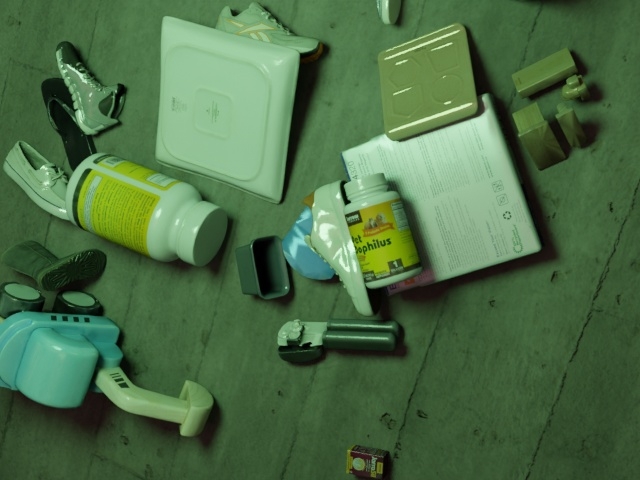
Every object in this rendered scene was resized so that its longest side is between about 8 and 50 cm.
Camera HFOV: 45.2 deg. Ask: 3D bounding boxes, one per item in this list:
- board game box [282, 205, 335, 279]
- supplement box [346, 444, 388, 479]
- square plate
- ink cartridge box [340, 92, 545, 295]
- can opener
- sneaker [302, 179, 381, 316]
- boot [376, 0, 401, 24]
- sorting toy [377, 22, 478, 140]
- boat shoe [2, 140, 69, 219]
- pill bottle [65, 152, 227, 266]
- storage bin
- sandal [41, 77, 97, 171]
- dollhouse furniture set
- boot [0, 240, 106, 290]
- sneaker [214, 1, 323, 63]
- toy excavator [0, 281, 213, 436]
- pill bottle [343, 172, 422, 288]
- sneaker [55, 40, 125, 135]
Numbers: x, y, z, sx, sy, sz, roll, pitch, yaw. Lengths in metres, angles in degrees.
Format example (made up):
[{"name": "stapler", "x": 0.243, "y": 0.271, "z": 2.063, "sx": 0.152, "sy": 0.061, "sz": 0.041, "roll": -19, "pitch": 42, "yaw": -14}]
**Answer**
[{"name": "board game box", "x": 0.000, "y": 0.000, "z": 1.670, "sx": 0.133, "sy": 0.033, "sz": 0.168, "roll": 33, "pitch": 88, "yaw": 6}, {"name": "supplement box", "x": 0.102, "y": 0.482, "z": 1.671, "sx": 0.083, "sy": 0.043, "sz": 0.054, "roll": 4, "pitch": 95, "yaw": 20}, {"name": "square plate", "x": -0.223, "y": -0.279, "z": 1.675, "sx": 0.344, "sy": 0.049, "sz": 0.347, "roll": 19, "pitch": 118, "yaw": 19}, {"name": "ink cartridge box", "x": 0.241, "y": -0.087, "z": 1.557, "sx": 0.330, "sy": 0.071, "sz": 0.324, "roll": -19, "pitch": 88, "yaw": 25}, {"name": "can opener", "x": 0.037, "y": 0.213, "z": 1.669, "sx": 0.281, "sy": 0.074, "sz": 0.093, "roll": -5, "pitch": 127, "yaw": 23}, {"name": "sneaker", "x": 0.041, "y": 0.027, "z": 1.611, "sx": 0.123, "sy": 0.106, "sz": 0.290, "roll": -18, "pitch": 85, "yaw": 24}, {"name": "boot", "x": 0.116, "y": -0.532, "z": 1.573, "sx": 0.086, "sy": 0.069, "sz": 0.189, "roll": 2, "pitch": 87, "yaw": 28}, {"name": "sorting toy", "x": 0.213, "y": -0.313, "z": 1.534, "sx": 0.193, "sy": 0.038, "sz": 0.208, "roll": -16, "pitch": 65, "yaw": 25}, {"name": "boat shoe", "x": -0.668, "y": -0.149, "z": 1.888, "sx": 0.267, "sy": 0.096, "sz": 0.088, "roll": 39, "pitch": 111, "yaw": 22}, {"name": "pill bottle", "x": -0.388, "y": -0.063, "z": 1.733, "sx": 0.334, "sy": 0.188, "sz": 0.187, "roll": 21, "pitch": 102, "yaw": 18}, {"name": "storage bin", "x": -0.131, "y": 0.060, "z": 1.706, "sx": 0.091, "sy": 0.098, "sz": 0.135, "roll": -7, "pitch": 93, "yaw": 49}, {"name": "sandal", "x": -0.612, "y": -0.285, "z": 1.870, "sx": 0.097, "sy": 0.054, "sz": 0.254, "roll": -26, "pitch": 85, "yaw": 21}, {"name": "dollhouse furniture set", "x": 0.449, "y": -0.252, "z": 1.485, "sx": 0.144, "sy": 0.123, "sz": 0.151, "roll": -25, "pitch": 51, "yaw": 21}, {"name": "boot", "x": -0.659, "y": 0.047, "z": 1.896, "sx": 0.209, "sy": 0.190, "sz": 0.076, "roll": 17, "pitch": 120, "yaw": 46}, {"name": "sneaker", "x": -0.117, "y": -0.450, "z": 1.649, "sx": 0.263, "sy": 0.099, "sz": 0.120, "roll": 11, "pitch": 94, "yaw": 19}, {"name": "toy excavator", "x": -0.523, "y": 0.308, "z": 1.780, "sx": 0.445, "sy": 0.433, "sz": 0.222, "roll": 36, "pitch": 108, "yaw": 44}, {"name": "pill bottle", "x": 0.117, "y": -0.020, "z": 1.517, "sx": 0.117, "sy": 0.117, "sz": 0.214, "roll": -18, "pitch": 88, "yaw": 21}, {"name": "sneaker", "x": -0.531, "y": -0.374, "z": 1.826, "sx": 0.132, "sy": 0.086, "sz": 0.228, "roll": -14, "pitch": 100, "yaw": 17}]
